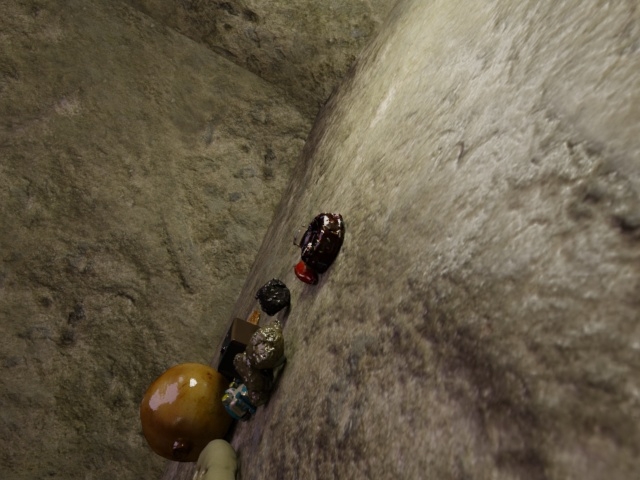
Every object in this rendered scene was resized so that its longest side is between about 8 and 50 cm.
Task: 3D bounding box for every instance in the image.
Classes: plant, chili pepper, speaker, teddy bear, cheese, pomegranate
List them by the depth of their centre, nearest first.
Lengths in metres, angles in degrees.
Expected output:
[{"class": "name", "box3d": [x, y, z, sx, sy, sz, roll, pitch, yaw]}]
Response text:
[{"class": "cheese", "box3d": [-0.339, 0.802, 1.341, 0.328, 0.129, 0.351, 125, 161, -46]}, {"class": "teddy bear", "box3d": [-0.202, 0.406, 1.473, 0.256, 0.156, 0.267, -54, 16, 33]}, {"class": "chili pepper", "box3d": [-0.045, 0.129, 1.577, 0.088, 0.065, 0.169, -39, 21, -2]}, {"class": "speaker", "box3d": [-0.321, 0.455, 1.752, 0.153, 0.192, 0.231, -64, 12, 8]}, {"class": "plant", "box3d": [-0.197, 0.238, 1.763, 0.142, 0.131, 0.203, -38, -10, -28]}, {"class": "pomegranate", "box3d": [-0.559, 0.745, 1.794, 0.417, 0.416, 0.417, -59, 15, 26]}]

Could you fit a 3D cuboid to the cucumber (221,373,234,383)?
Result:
[{"class": "cucumber", "box3d": [-0.460, 0.672, 2.006, 0.096, 0.096, 0.360, -87, 17, -58]}]

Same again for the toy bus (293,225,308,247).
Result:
[{"class": "toy bus", "box3d": [-0.054, -0.003, 1.726, 0.091, 0.103, 0.182, -64, 13, 1]}]

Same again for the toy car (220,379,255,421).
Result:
[{"class": "toy car", "box3d": [-0.294, 0.599, 1.605, 0.098, 0.126, 0.161, -35, 14, 21]}]

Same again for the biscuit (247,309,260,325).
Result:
[{"class": "biscuit", "box3d": [-0.398, 0.501, 2.302, 0.254, 0.035, 0.254, -58, 16, 27]}]

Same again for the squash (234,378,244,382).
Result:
[{"class": "squash", "box3d": [-0.351, 0.607, 1.873, 0.066, 0.066, 0.252, -63, 15, 9]}]

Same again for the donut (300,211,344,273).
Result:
[{"class": "donut", "box3d": [0.000, 0.000, 1.525, 0.235, 0.089, 0.235, -55, 24, 39]}]
